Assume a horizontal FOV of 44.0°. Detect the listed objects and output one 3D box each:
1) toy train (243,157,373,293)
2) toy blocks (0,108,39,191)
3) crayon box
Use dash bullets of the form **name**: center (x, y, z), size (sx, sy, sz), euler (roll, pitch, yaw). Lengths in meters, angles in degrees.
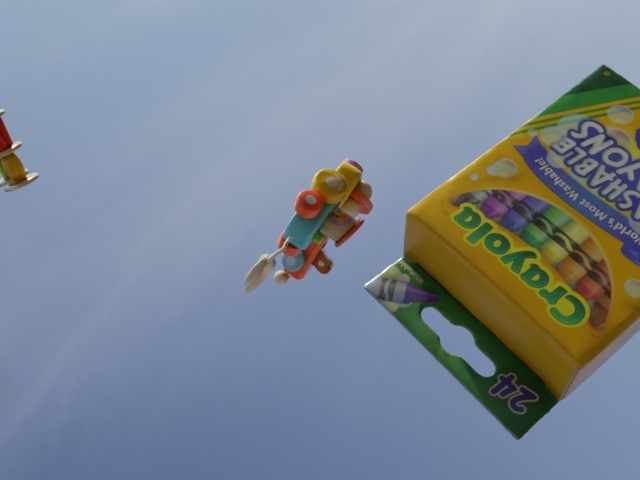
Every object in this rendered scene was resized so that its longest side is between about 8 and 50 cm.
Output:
- **toy train**: center (0.000, 0.000, 0.607), size (0.046, 0.125, 0.166), euler (33, -169, 5)
- **toy blocks**: center (-0.467, -0.148, 1.128), size (0.054, 0.123, 0.148), euler (-32, -66, -23)
- **crayon box**: center (0.225, -0.004, 0.725), size (0.323, 0.083, 0.203), euler (-37, -117, -17)
